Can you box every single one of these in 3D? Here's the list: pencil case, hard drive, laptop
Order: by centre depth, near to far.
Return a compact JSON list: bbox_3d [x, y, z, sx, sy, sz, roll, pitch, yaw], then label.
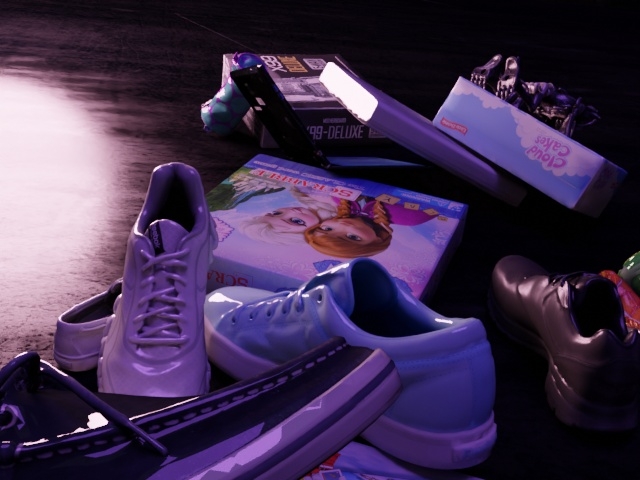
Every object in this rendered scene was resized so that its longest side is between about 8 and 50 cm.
[{"bbox_3d":[0.008,-0.184,1.267,0.137,0.264,0.234,-38,16,-8],"label":"laptop"},{"bbox_3d":[0.158,-0.163,1.296,0.308,0.040,0.203,24,17,-31],"label":"hard drive"},{"bbox_3d":[-0.146,-0.244,1.407,0.070,0.151,0.064,30,43,-15],"label":"pencil case"}]

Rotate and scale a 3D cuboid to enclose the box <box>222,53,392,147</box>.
[{"bbox_3d":[-0.030,-0.263,1.547,0.243,0.076,0.307,-3,30,-19],"label":"box"}]

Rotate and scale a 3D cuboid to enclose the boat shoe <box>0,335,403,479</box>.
[{"bbox_3d":[-0.189,0.141,0.513,0.500,0.156,0.187,-18,-12,-10],"label":"boat shoe"}]

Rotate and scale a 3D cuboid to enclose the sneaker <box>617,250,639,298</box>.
[{"bbox_3d":[0.471,0.092,0.963,0.124,0.109,0.295,-13,34,-41],"label":"sneaker"}]

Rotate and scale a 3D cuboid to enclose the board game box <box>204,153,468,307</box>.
[{"bbox_3d":[0.000,0.000,1.067,0.319,0.065,0.318,14,28,14],"label":"board game box"}]

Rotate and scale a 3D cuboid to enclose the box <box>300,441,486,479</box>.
[{"bbox_3d":[0.030,0.230,0.663,0.233,0.044,0.159,14,28,12],"label":"box"}]

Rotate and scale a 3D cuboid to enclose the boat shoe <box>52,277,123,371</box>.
[{"bbox_3d":[-0.206,0.070,0.888,0.066,0.063,0.184,26,33,32],"label":"boat shoe"}]

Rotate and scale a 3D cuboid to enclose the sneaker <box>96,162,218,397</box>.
[{"bbox_3d":[-0.152,0.054,0.799,0.110,0.118,0.292,4,56,-9],"label":"sneaker"}]

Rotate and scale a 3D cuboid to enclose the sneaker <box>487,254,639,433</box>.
[{"bbox_3d":[0.272,0.079,0.919,0.109,0.130,0.286,-3,28,-14],"label":"sneaker"}]

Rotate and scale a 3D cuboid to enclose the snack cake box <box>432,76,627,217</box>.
[{"bbox_3d":[0.322,-0.142,1.297,0.264,0.089,0.152,37,14,28],"label":"snack cake box"}]

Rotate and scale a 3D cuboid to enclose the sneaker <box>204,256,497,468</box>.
[{"bbox_3d":[0.016,0.076,0.804,0.366,0.150,0.135,16,21,39],"label":"sneaker"}]

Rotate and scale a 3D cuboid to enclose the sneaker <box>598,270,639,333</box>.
[{"bbox_3d":[0.368,0.099,0.996,0.067,0.064,0.175,21,29,-18],"label":"sneaker"}]

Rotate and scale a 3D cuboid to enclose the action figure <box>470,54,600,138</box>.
[{"bbox_3d":[0.388,-0.230,1.529,0.276,0.140,0.164,23,3,-37],"label":"action figure"}]
